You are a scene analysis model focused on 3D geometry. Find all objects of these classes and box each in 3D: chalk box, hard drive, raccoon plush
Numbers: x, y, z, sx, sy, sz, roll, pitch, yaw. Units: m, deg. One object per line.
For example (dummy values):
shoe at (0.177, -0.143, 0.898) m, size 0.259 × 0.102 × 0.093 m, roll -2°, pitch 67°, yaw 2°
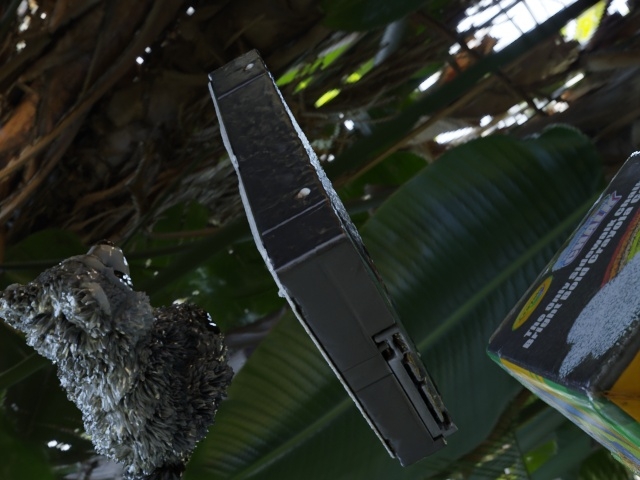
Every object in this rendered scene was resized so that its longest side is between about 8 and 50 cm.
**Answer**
chalk box at (0.231, 0.057, 0.485) m, size 0.179 × 0.180 × 0.289 m, roll 38°, pitch 179°, yaw 2°
hard drive at (0.000, 0.000, 0.715) m, size 0.237 × 0.064 × 0.339 m, roll 59°, pitch -176°, yaw -37°
raccoon plush at (-0.254, 0.224, 1.061) m, size 0.299 × 0.216 × 0.447 m, roll 30°, pitch -139°, yaw -66°
